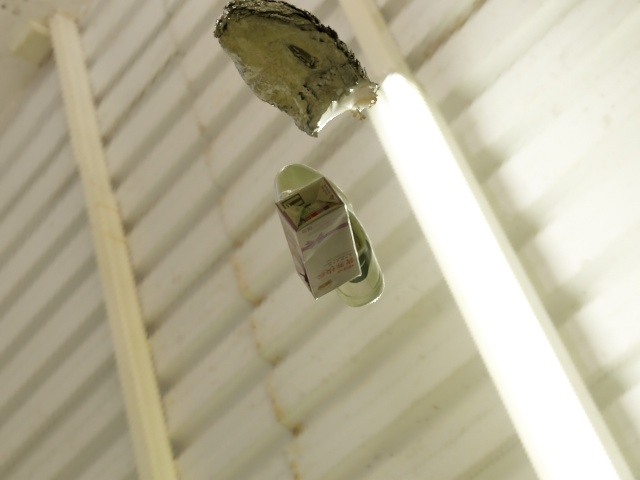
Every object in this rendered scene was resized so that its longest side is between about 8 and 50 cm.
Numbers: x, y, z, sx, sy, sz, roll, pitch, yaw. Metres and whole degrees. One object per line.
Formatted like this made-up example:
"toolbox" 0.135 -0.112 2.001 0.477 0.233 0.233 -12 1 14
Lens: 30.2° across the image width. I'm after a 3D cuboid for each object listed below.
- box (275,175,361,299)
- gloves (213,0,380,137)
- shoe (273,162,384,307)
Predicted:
"box" 0.000 0.000 0.990 0.050 0.117 0.036 -30 -122 -8
"gloves" -0.021 -0.168 1.068 0.153 0.114 0.070 43 -46 19
"shoe" 0.007 -0.033 1.660 0.095 0.110 0.265 -30 -122 -5
